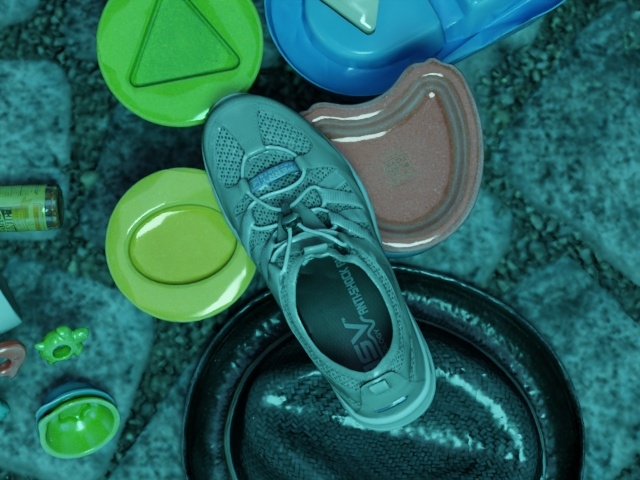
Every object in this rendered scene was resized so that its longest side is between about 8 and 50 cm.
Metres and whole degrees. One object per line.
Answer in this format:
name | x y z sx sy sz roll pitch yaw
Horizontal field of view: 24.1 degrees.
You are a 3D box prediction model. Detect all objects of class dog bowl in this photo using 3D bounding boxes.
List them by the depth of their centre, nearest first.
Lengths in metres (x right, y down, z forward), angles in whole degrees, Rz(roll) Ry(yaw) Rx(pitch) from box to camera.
dog bowl | 0.092 -0.225 1.310 0.297 0.074 0.166 -28 80 -7

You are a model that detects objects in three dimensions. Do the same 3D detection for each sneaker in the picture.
sneaker | 0.000 0.000 1.088 0.105 0.115 0.281 -32 73 -1

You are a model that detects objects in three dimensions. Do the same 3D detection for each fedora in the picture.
fedora | 0.053 0.154 1.185 0.334 0.152 0.334 0 77 -1

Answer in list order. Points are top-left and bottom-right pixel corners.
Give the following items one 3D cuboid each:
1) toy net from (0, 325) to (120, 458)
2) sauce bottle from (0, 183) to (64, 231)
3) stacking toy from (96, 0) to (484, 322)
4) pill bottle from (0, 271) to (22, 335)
toy net | -0.282 0.150 1.197 0.232 0.122 0.045 -21 48 -11
sauce bottle | -0.284 -0.026 1.276 0.128 0.042 0.042 -4 78 0
stacking toy | -0.034 -0.093 1.227 0.309 0.130 0.279 -13 88 -1
pill bottle | -0.364 0.079 1.205 0.229 0.131 0.131 -29 80 -7
